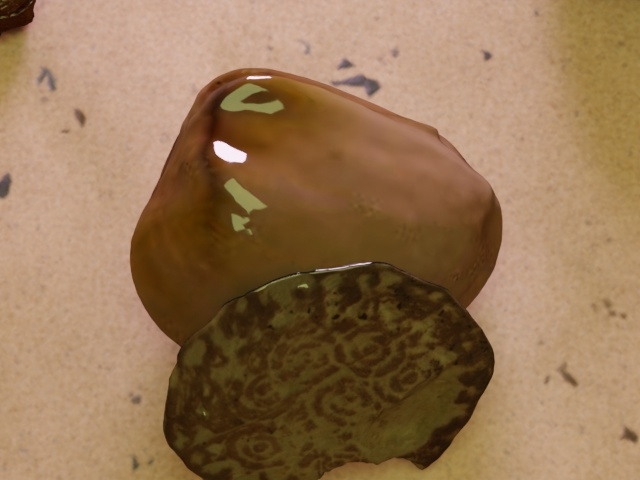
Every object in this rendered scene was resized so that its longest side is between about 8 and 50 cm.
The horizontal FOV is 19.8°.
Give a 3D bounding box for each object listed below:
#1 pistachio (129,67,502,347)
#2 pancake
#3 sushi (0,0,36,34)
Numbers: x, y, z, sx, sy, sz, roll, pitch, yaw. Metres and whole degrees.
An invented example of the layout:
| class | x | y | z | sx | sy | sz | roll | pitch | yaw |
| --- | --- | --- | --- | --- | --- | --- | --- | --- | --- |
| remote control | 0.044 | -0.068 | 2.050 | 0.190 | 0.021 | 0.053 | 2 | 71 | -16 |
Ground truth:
| class | x | y | z | sx | sy | sz | roll | pitch | yaw |
| --- | --- | --- | --- | --- | --- | --- | --- | --- | --- |
| pistachio | 0.000 | 0.000 | 1.312 | 0.261 | 0.163 | 0.212 | 17 | 102 | -14 |
| pancake | 0.006 | 0.102 | 1.274 | 0.235 | 0.212 | 0.029 | -8 | 38 | -6 |
| sushi | -0.246 | -0.214 | 1.406 | 0.060 | 0.061 | 0.118 | 4 | 77 | -12 |
